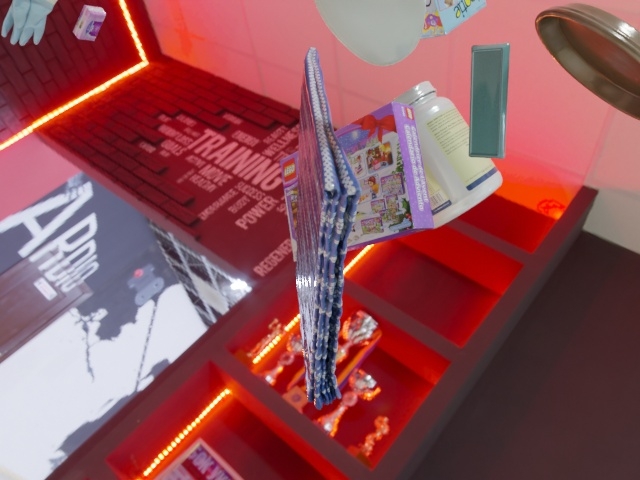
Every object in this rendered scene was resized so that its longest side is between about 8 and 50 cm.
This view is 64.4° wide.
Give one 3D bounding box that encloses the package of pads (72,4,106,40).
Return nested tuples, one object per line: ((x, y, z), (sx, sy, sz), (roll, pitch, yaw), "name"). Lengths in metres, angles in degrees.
((-0.561, -0.529, 1.235), (0.032, 0.050, 0.083), (52, -57, 11), "package of pads")

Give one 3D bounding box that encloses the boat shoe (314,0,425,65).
((0.013, -0.234, 0.362), (0.077, 0.070, 0.219), (-22, -66, 21), "boat shoe")

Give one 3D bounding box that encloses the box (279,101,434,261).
((0.049, -0.087, 0.879), (0.293, 0.057, 0.201), (-16, -101, 47), "box")

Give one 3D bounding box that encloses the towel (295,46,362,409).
((0.000, 0.000, 0.563), (0.243, 0.040, 0.336), (-99, -170, -45), "towel")

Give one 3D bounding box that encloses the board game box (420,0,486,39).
((0.217, -0.590, 1.077), (0.142, 0.144, 0.275), (22, -34, 56), "board game box")

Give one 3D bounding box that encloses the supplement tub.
((0.290, -0.220, 1.325), (0.325, 0.235, 0.235), (57, -27, 2), "supplement tub")

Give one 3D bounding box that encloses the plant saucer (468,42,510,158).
((0.286, -0.235, 0.874), (0.067, 0.018, 0.192), (11, -65, 37), "plant saucer")

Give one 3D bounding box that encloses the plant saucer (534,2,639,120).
((0.467, -0.288, 0.821), (0.277, 0.041, 0.278), (38, 15, -12), "plant saucer")

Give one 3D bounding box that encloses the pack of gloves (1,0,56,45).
((-0.650, -0.525, 1.043), (0.232, 0.195, 0.046), (-41, -129, 30), "pack of gloves")
